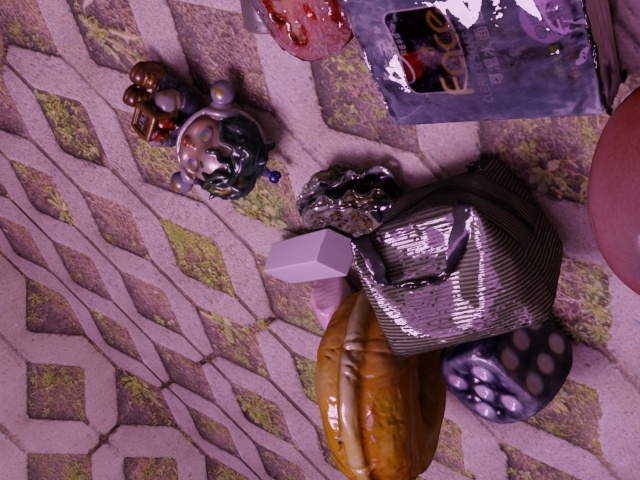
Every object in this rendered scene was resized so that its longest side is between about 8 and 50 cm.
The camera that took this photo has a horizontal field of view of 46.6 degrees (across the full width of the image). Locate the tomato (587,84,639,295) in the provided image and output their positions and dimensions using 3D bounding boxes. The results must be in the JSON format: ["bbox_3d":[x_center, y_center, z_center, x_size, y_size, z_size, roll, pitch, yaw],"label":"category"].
[{"bbox_3d":[0.482,-0.056,0.904,0.321,0.321,0.321,25,141,23],"label":"tomato"}]

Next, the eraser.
[{"bbox_3d":[-0.028,0.038,1.604,0.078,0.076,0.298,25,165,-20],"label":"eraser"}]

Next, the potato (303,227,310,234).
[{"bbox_3d":[0.000,0.001,1.650,0.093,0.037,0.036,17,142,30],"label":"potato"}]

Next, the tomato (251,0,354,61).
[{"bbox_3d":[-0.017,-0.405,1.209,0.225,0.085,0.225,28,145,22],"label":"tomato"}]

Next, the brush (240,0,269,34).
[{"bbox_3d":[-0.139,-0.497,1.264,0.060,0.050,0.321,16,138,26],"label":"brush"}]

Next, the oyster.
[{"bbox_3d":[0.049,-0.075,1.483,0.267,0.112,0.198,-5,145,36],"label":"oyster"}]

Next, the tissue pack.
[{"bbox_3d":[0.226,-0.298,1.062,0.361,0.122,0.259,4,133,38],"label":"tissue pack"}]

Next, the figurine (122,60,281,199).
[{"bbox_3d":[-0.256,-0.229,1.538,0.382,0.186,0.261,38,134,16],"label":"figurine"}]

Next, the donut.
[{"bbox_3d":[0.134,0.295,1.526,0.198,0.449,0.449,-2,127,22],"label":"donut"}]

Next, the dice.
[{"bbox_3d":[0.353,0.228,1.425,0.181,0.182,0.183,44,146,-5],"label":"dice"}]

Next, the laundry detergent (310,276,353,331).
[{"bbox_3d":[0.077,0.232,1.725,0.087,0.159,0.335,-14,126,18],"label":"laundry detergent"}]

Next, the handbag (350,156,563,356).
[{"bbox_3d":[0.220,0.024,1.274,0.340,0.247,0.240,-20,114,32],"label":"handbag"}]
